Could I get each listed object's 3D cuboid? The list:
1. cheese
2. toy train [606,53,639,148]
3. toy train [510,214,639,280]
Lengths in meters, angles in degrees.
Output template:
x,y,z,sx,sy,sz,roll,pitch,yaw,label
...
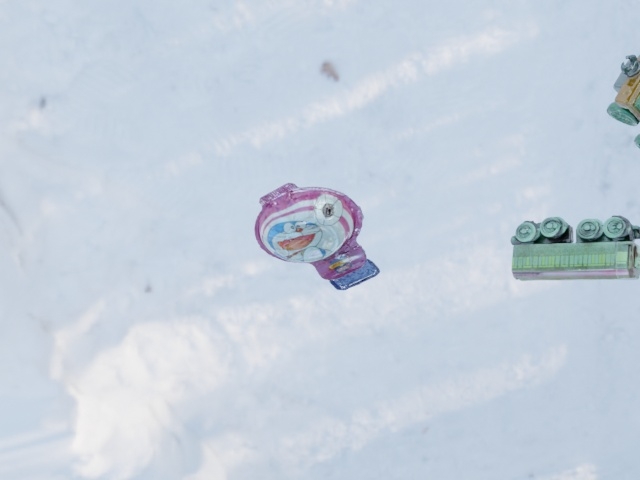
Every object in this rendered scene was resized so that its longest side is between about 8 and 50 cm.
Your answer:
x,y,z,sx,sy,sz,roll,pitch,yaw,label
0.000,0.000,1.322,0.155,0.062,0.244,-25,136,18,cheese
0.447,-0.160,1.157,0.227,0.136,0.091,33,88,-37,toy train
0.280,0.010,1.032,0.148,0.071,0.038,-2,169,32,toy train
